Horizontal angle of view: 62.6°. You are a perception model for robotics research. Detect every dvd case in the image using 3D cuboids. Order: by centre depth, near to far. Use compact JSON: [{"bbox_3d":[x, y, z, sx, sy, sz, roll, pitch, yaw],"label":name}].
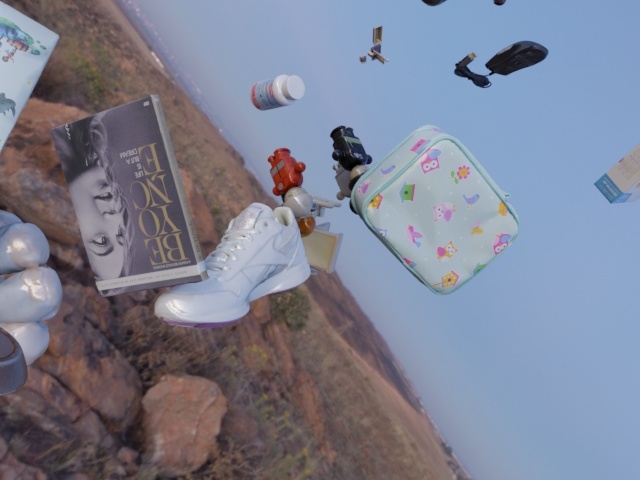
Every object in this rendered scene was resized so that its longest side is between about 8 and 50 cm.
[{"bbox_3d":[-0.235,-0.046,0.639,0.018,0.165,0.221,-33,111,-65],"label":"dvd case"}]

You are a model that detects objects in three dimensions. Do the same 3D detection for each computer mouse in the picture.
[{"bbox_3d":[0.535,-0.557,1.593,0.262,0.184,0.060,-16,-112,56],"label":"computer mouse"}]

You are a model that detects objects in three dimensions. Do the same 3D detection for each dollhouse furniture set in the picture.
[{"bbox_3d":[0.000,0.000,1.493,0.161,0.212,0.242,18,12,16],"label":"dollhouse furniture set"},{"bbox_3d":[0.186,-0.637,1.735,0.081,0.091,0.114,50,-23,35],"label":"dollhouse furniture set"}]

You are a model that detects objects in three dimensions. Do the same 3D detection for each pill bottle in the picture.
[{"bbox_3d":[-0.122,-0.425,1.506,0.160,0.087,0.087,2,-44,46],"label":"pill bottle"}]

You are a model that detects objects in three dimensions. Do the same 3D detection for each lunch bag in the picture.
[{"bbox_3d":[0.209,-0.051,0.929,0.279,0.224,0.108,43,6,-28],"label":"lunch bag"}]

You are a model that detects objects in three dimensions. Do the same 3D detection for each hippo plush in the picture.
[{"bbox_3d":[-0.558,0.065,0.760,0.294,0.234,0.237,10,3,27],"label":"hippo plush"}]

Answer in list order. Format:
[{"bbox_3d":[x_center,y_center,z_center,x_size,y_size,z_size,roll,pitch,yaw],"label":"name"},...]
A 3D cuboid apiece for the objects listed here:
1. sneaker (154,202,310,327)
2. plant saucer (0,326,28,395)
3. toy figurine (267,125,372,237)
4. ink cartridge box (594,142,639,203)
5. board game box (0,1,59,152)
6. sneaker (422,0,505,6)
[{"bbox_3d":[-0.129,0.029,0.774,0.305,0.114,0.152,-27,114,-57],"label":"sneaker"},{"bbox_3d":[-0.369,0.099,0.516,0.169,0.029,0.168,27,-1,1],"label":"plant saucer"},{"bbox_3d":[0.010,-0.110,1.092,0.209,0.213,0.148,81,-12,-69],"label":"toy figurine"},{"bbox_3d":[0.679,-0.157,1.090,0.181,0.104,0.061,-57,-131,44],"label":"ink cartridge box"},{"bbox_3d":[-0.490,-0.176,0.743,0.098,0.303,0.224,25,1,-34],"label":"board game box"},{"bbox_3d":[0.318,-0.510,1.033,0.106,0.281,0.162,39,-10,41],"label":"sneaker"}]
